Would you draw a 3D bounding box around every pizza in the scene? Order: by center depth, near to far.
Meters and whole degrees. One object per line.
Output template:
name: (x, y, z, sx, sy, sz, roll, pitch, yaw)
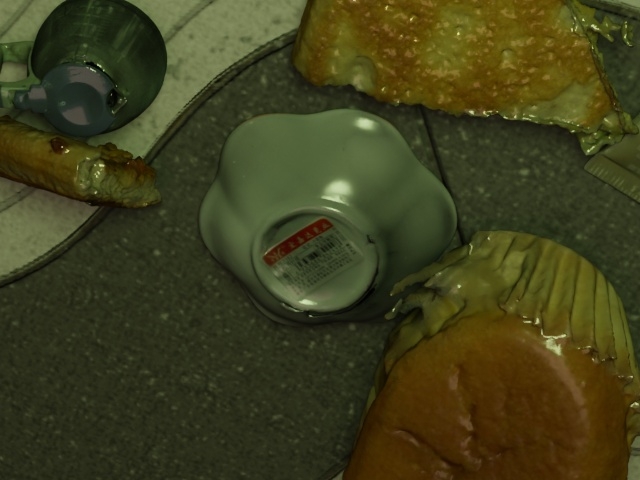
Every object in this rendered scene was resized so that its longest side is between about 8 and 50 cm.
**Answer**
pizza: (0.131, -0.163, 1.549, 0.287, 0.075, 0.280, 38, 123, -15)
pizza: (-0.203, -0.062, 1.639, 0.161, 0.182, 0.062, 21, 86, -27)

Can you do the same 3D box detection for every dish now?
dish: (0.000, 0.000, 1.659, 0.229, 0.081, 0.229, 5, 121, 8)

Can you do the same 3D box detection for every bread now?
bread: (0.145, 0.187, 1.689, 0.236, 0.183, 0.389, 15, 122, 3)

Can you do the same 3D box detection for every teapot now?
teapot: (-0.204, -0.143, 1.591, 0.149, 0.108, 0.111, 28, 120, -8)

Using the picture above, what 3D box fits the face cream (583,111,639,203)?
face cream: (0.354, -0.134, 1.528, 0.137, 0.084, 0.341, 30, 129, -6)
